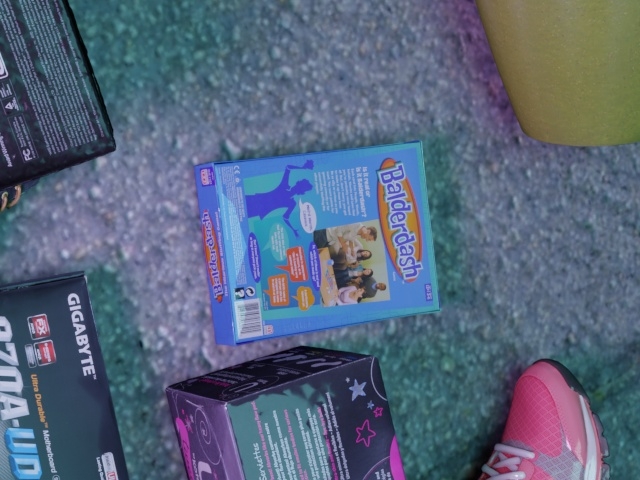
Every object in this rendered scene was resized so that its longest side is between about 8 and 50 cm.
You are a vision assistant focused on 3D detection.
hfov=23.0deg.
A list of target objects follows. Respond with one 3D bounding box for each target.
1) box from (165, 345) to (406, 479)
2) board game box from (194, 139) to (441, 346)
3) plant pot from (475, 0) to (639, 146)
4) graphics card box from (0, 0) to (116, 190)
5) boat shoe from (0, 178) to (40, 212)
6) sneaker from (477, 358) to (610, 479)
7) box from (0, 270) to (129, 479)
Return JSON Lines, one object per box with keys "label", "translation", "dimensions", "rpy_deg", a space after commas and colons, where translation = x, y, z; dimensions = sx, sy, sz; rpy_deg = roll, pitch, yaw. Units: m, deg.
{"label": "box", "translation": [-0.020, 0.227, 1.320], "dimensions": [0.142, 0.163, 0.247], "rpy_deg": [-14, 95, -23]}
{"label": "board game box", "translation": [0.000, 0.000, 1.400], "dimensions": [0.210, 0.047, 0.160], "rpy_deg": [-7, 92, -27]}
{"label": "plant pot", "translation": [0.251, -0.244, 1.437], "dimensions": [0.274, 0.275, 0.294], "rpy_deg": [-14, 110, -27]}
{"label": "graphics card box", "translation": [-0.355, -0.117, 1.120], "dimensions": [0.370, 0.094, 0.233], "rpy_deg": [-20, 104, -4]}
{"label": "boat shoe", "translation": [-0.264, -0.037, 1.243], "dimensions": [0.083, 0.065, 0.183], "rpy_deg": [15, 69, -27]}
{"label": "sneaker", "translation": [0.172, 0.261, 1.446], "dimensions": [0.136, 0.116, 0.314], "rpy_deg": [11, 84, -25]}
{"label": "box", "translation": [-0.252, 0.148, 1.250], "dimensions": [0.175, 0.051, 0.220], "rpy_deg": [-10, 85, -27]}
